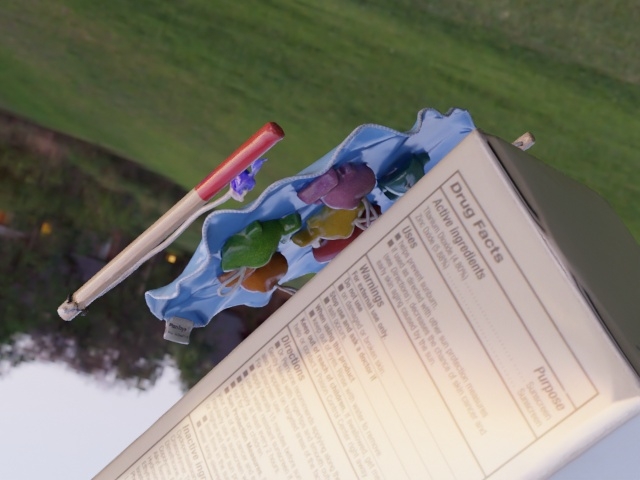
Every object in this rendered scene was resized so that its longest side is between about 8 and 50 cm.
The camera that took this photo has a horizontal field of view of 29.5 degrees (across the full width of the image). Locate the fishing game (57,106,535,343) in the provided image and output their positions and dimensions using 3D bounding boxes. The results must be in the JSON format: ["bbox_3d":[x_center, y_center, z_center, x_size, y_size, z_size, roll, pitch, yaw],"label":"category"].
[{"bbox_3d":[0.000,0.000,0.601,0.264,0.189,0.041,-4,-120,-60],"label":"fishing game"}]

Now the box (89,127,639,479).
[{"bbox_3d":[0.022,0.112,0.561,0.121,0.311,0.148,20,-144,-48],"label":"box"}]
